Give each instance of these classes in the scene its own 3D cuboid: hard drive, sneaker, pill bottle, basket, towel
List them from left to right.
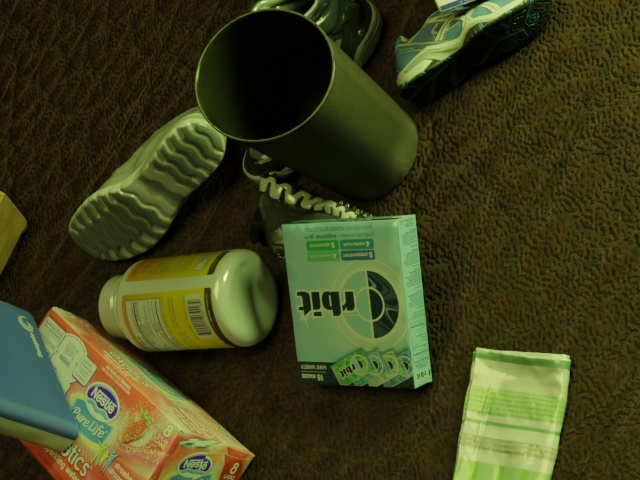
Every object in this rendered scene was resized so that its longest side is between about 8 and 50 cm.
[{"bbox_3d":[-0.421,0.111,1.419,0.040,0.319,0.210,-44,50,13],"label":"hard drive"},{"bbox_3d":[-0.219,-0.075,1.710,0.281,0.105,0.115,-36,19,24],"label":"sneaker"},{"bbox_3d":[-0.166,0.076,1.566,0.215,0.117,0.117,-6,67,35],"label":"pill bottle"},{"bbox_3d":[-0.044,-0.205,1.574,0.101,0.153,0.268,33,92,42],"label":"sneaker"},{"bbox_3d":[0.000,0.000,1.507,0.234,0.078,0.106,25,93,42],"label":"sneaker"},{"bbox_3d":[0.001,-0.142,1.463,0.204,0.227,0.154,25,87,42],"label":"basket"},{"bbox_3d":[0.169,-0.244,1.478,0.211,0.080,0.081,-28,59,24],"label":"sneaker"},{"bbox_3d":[0.192,0.185,1.309,0.113,0.023,0.152,1,71,38],"label":"towel"}]

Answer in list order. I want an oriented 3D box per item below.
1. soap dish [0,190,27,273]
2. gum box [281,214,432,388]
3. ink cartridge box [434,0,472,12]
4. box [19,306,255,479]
[{"bbox_3d":[-0.581,0.003,1.913,0.291,0.118,0.229,22,84,41],"label":"soap dish"},{"bbox_3d":[0.039,0.067,1.414,0.157,0.041,0.184,-3,96,36],"label":"gum box"},{"bbox_3d":[0.142,-0.440,1.506,0.176,0.069,0.370,-21,74,-8],"label":"ink cartridge box"},{"bbox_3d":[-0.243,0.226,1.541,0.300,0.142,0.154,33,92,41],"label":"box"}]
